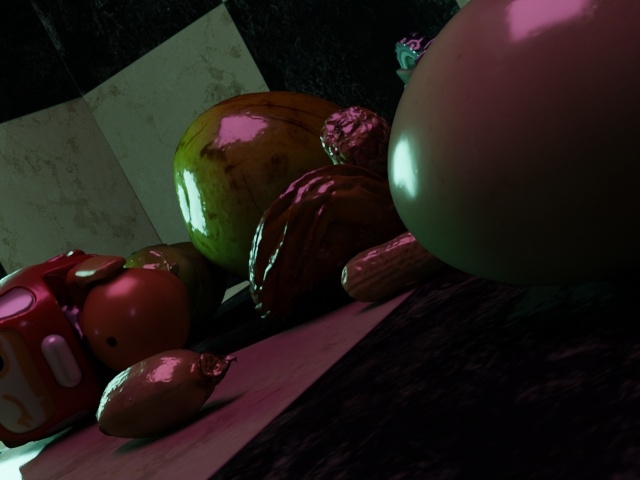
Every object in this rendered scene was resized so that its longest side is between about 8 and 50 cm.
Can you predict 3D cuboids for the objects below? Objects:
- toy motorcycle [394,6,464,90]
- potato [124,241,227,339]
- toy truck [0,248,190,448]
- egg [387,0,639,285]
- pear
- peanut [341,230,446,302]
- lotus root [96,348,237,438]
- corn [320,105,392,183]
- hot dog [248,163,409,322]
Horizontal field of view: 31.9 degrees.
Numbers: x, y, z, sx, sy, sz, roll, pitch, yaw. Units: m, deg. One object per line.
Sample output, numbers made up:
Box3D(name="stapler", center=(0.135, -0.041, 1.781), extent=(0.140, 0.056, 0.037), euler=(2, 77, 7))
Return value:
Box3D(name="toy motorcycle", center=(0.218, -0.203, 1.535), extent=(0.168, 0.237, 0.410), euler=(-43, 8, -4))
Box3D(name="potato", center=(-0.216, 0.072, 1.574), extent=(0.169, 0.144, 0.248), euler=(-20, 6, 15))
Box3D(name="toy truck", center=(-0.281, 0.116, 1.267), extent=(0.264, 0.189, 0.239), euler=(-31, 14, -28))
Box3D(name="egg", center=(0.143, -0.067, 0.669), extent=(0.253, 0.189, 0.188), euler=(-28, 3, 46))
Box3D(name="pear", center=(-0.061, -0.075, 1.524), extent=(0.283, 0.284, 0.283), euler=(-28, 4, 2))
Box3D(name="peanut", center=(0.072, 0.021, 1.022), extent=(0.113, 0.054, 0.054), euler=(-24, 5, 15))
Box3D(name="lotus root", center=(-0.138, 0.129, 0.957), extent=(0.150, 0.062, 0.073), euler=(-27, 4, 27))
Box3D(name="corn", center=(0.080, -0.078, 1.302), extent=(0.079, 0.080, 0.237), euler=(-27, -36, 17))
Box3D(name="hot dog", center=(0.000, 0.000, 1.222), extent=(0.196, 0.122, 0.272), euler=(-32, -2, -11))
